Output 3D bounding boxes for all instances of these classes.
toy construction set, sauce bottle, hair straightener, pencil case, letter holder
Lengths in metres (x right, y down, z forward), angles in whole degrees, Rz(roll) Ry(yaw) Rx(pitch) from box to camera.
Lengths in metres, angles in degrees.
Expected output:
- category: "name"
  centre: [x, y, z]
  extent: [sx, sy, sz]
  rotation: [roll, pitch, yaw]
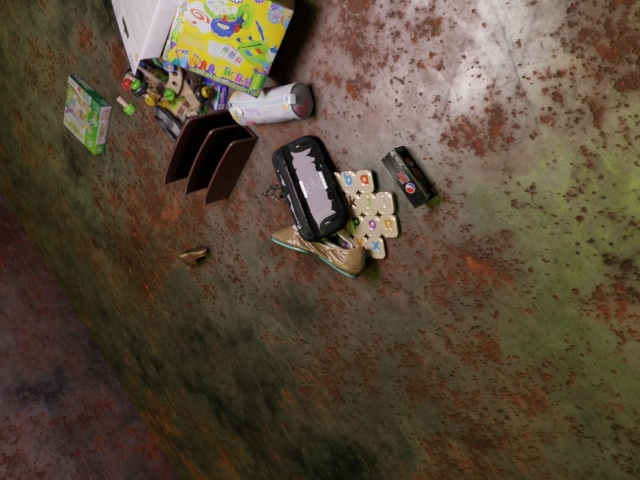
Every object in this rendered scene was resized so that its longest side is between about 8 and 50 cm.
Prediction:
- category: "toy construction set"
  centre: [-0.493, -0.525, 1.860]
  extent: [0.257, 0.237, 0.308]
  rotation: [-31, 44, 15]
- category: "sauce bottle"
  centre: [-0.562, -0.542, 2.014]
  extent: [0.344, 0.111, 0.111]
  rotation: [41, 129, 18]
- category: "hair straightener"
  centre: [-0.097, -0.170, 1.825]
  extent: [0.230, 0.047, 0.089]
  rotation: [-18, 96, 37]
- category: "pencil case"
  centre: [-0.156, -0.421, 1.722]
  extent: [0.273, 0.124, 0.113]
  rotation: [5, 83, 37]
- category: "letter holder"
  centre: [-0.388, -0.273, 1.912]
  extent: [0.152, 0.214, 0.302]
  rotation: [47, 130, 15]

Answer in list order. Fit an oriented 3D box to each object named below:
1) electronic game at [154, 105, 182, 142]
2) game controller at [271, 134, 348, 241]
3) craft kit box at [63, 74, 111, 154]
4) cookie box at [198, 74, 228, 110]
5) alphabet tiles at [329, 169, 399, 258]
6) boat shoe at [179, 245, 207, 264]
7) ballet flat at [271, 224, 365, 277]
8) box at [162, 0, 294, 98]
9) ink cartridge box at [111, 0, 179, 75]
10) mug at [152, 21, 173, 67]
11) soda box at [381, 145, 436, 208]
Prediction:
- category: "electronic game"
  centre: [-0.515, -0.390, 2.011]
  extent: [0.229, 0.048, 0.229]
  rotation: [45, 169, 11]
- category: "game controller"
  centre: [-0.034, -0.161, 1.711]
  extent: [0.166, 0.067, 0.319]
  rotation: [-22, 82, 9]
- category: "craft kit box"
  centre: [-1.017, -0.546, 2.429]
  extent: [0.250, 0.061, 0.246]
  rotation: [41, 132, 19]
- category: "cookie box"
  centre: [-0.372, -0.510, 1.919]
  extent: [0.107, 0.040, 0.091]
  rotation: [35, 126, 25]
- category: "alphabet tiles"
  centre: [0.111, -0.078, 1.712]
  extent: [0.284, 0.021, 0.278]
  rotation: [1, 111, 39]
- category: "boat shoe"
  centre: [-0.504, 0.064, 2.253]
  extent: [0.178, 0.064, 0.060]
  rotation: [-12, 105, 48]
- category: "ballet flat"
  centre: [0.000, 0.000, 1.763]
  extent: [0.342, 0.116, 0.124]
  rotation: [24, 104, 29]
- category: "box"
  centre: [-0.257, -0.611, 1.588]
  extent: [0.290, 0.177, 0.279]
  rotation: [20, 127, -16]
- category: "ink cartridge box"
  centre: [-0.532, -0.731, 1.687]
  extent: [0.330, 0.071, 0.324]
  rotation: [-44, 60, 49]
- category: "mug"
  centre: [-0.568, -0.702, 1.962]
  extent: [0.129, 0.097, 0.157]
  rotation: [-19, 95, 42]
- category: "soda box"
  centre: [0.244, -0.175, 1.541]
  extent: [0.060, 0.053, 0.169]
  rotation: [-40, 81, 43]
